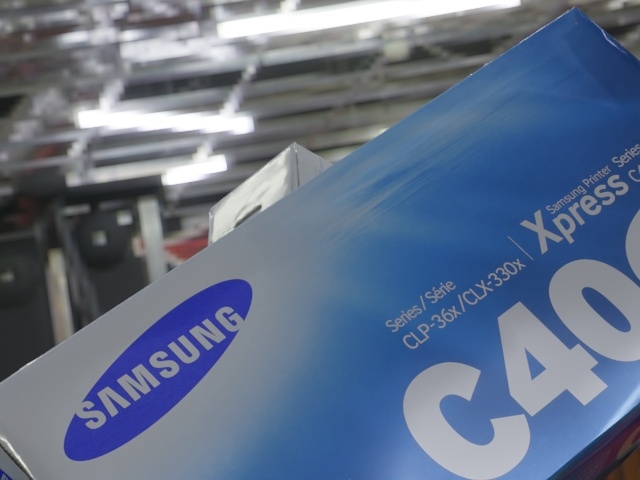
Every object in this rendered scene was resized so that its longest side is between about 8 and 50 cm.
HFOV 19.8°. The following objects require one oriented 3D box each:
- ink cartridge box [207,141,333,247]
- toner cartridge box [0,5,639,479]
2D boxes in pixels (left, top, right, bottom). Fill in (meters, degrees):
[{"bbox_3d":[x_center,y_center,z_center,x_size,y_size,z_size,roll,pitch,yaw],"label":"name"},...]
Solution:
[{"bbox_3d":[0.000,0.000,1.451,0.150,0.063,0.109,29,-49,-32],"label":"ink cartridge box"},{"bbox_3d":[0.042,0.049,0.759,0.348,0.165,0.075,-35,-23,-30],"label":"toner cartridge box"}]
